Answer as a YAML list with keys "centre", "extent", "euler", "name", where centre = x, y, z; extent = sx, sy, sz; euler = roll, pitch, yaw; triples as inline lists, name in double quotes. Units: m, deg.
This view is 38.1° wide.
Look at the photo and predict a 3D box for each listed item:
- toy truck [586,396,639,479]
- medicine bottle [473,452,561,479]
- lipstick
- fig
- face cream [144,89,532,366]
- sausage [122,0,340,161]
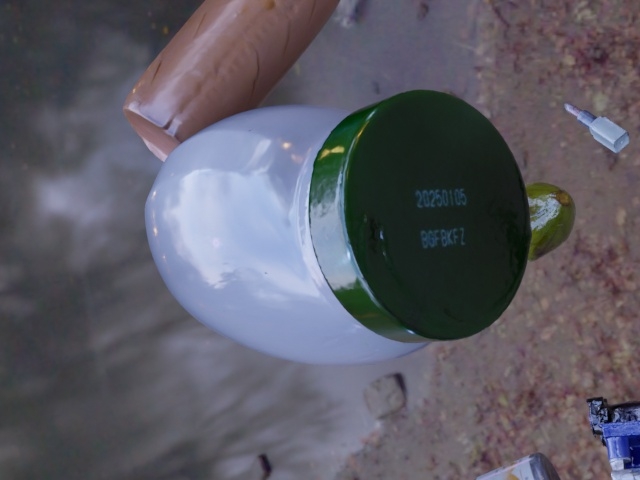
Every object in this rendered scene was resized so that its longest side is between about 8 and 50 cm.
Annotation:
- centre: [0.565, 0.367, 1.625]
  extent: [0.161, 0.213, 0.177]
  euler: [-11, 60, 24]
  name: "toy truck"
- centre: [0.408, 0.599, 2.084]
  extent: [0.273, 0.165, 0.165]
  euler: [-28, 74, 16]
  name: "medicine bottle"
- centre: [0.362, -0.155, 1.228]
  extent: [0.107, 0.025, 0.025]
  euler: [48, 175, 42]
  name: "lipstick"
- centre: [0.413, -0.045, 1.765]
  extent: [0.144, 0.154, 0.166]
  euler: [53, 136, 0]
  name: "fig"
- centre: [0.000, 0.000, 0.890]
  extent: [0.357, 0.312, 0.219]
  euler: [-11, 52, 54]
  name: "face cream"
- centre: [-0.088, -0.219, 1.028]
  extent: [0.121, 0.304, 0.121]
  euler: [34, 166, 10]
  name: "sausage"
